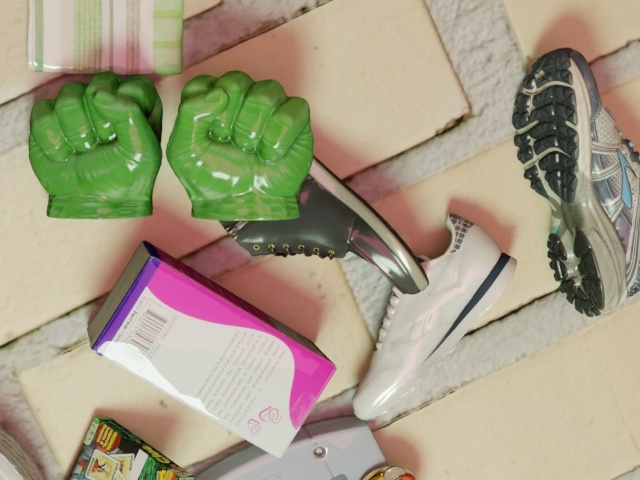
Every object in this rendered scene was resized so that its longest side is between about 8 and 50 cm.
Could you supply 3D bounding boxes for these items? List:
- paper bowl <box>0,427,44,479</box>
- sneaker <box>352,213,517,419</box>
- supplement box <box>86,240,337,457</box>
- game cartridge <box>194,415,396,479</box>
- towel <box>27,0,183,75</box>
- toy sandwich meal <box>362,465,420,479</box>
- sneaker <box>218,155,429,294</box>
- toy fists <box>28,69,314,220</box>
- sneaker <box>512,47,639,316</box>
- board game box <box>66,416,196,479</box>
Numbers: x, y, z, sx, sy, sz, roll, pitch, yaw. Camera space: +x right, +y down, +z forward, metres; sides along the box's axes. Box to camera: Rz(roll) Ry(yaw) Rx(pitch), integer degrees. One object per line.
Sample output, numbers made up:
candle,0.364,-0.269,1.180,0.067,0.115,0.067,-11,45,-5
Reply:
paper bowl,-0.400,0.303,1.409,0.284,0.148,0.284,0,94,-5
sneaker,0.101,0.083,1.539,0.095,0.090,0.235,40,86,-3
supplement box,-0.110,0.108,1.474,0.220,0.114,0.111,33,91,-14
game cartridge,-0.052,0.315,1.555,0.294,0.060,0.196,-28,108,-6
towel,-0.210,-0.219,1.446,0.152,0.023,0.113,0,102,-14
toy sandwich meal,0.072,0.277,1.532,0.086,0.029,0.085,-2,100,-12
sneaker,0.000,0.000,1.492,0.222,0.083,0.118,43,95,3
toy fists,-0.146,-0.092,1.414,0.279,0.096,0.142,0,96,9
sneaker,0.289,-0.070,1.548,0.122,0.110,0.283,-21,107,-26
board game box,-0.229,0.323,1.484,0.030,0.136,0.259,18,97,-57
